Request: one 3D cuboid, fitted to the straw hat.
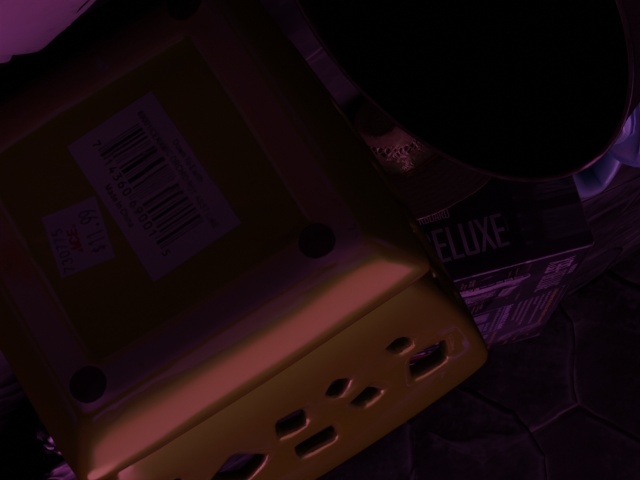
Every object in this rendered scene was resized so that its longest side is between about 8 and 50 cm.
[{"bbox_3d":[0.053,-0.074,1.275,0.144,0.144,0.061,-27,125,-23],"label":"straw hat"}]

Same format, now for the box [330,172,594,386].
[{"bbox_3d":[0.067,0.039,1.406,0.242,0.076,0.307,-15,165,-4],"label":"box"}]

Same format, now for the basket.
[{"bbox_3d":[0.118,-0.158,0.865,0.227,0.204,0.154,-36,167,-44],"label":"basket"}]

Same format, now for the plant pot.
[{"bbox_3d":[-0.066,0.006,0.932,0.227,0.228,0.207,-32,161,-2],"label":"plant pot"}]

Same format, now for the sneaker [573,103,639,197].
[{"bbox_3d":[0.223,-0.138,1.248,0.135,0.150,0.366,-30,168,-16],"label":"sneaker"}]

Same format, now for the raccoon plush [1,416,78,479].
[{"bbox_3d":[-0.201,0.184,1.584,0.216,0.299,0.446,-9,125,-28],"label":"raccoon plush"}]

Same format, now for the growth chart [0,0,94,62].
[{"bbox_3d":[-0.120,-0.121,0.744,0.237,0.021,0.172,-37,167,21],"label":"growth chart"}]
